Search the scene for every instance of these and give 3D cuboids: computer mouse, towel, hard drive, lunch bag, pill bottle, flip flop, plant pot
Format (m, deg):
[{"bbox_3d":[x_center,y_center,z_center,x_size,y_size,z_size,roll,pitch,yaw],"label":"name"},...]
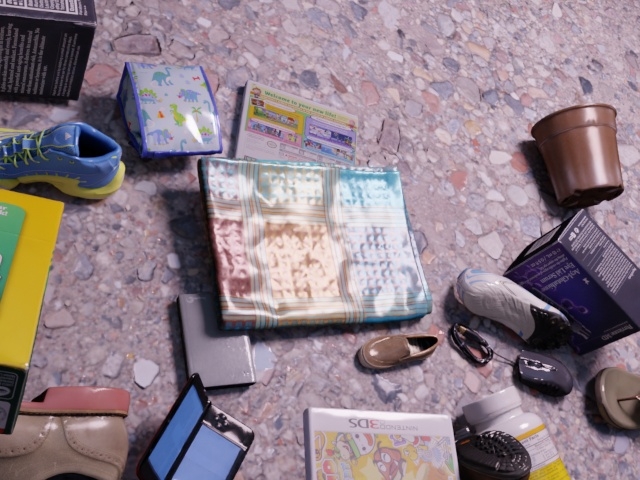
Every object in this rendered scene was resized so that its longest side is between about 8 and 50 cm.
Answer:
[{"bbox_3d":[0.325,0.195,1.214,0.242,0.041,0.071,24,57,-13],"label":"computer mouse"},{"bbox_3d":[0.000,0.000,1.127,0.370,0.040,0.271,0,69,-32],"label":"towel"},{"bbox_3d":[-0.146,0.139,1.016,0.094,0.022,0.135,0,64,-27],"label":"hard drive"},{"bbox_3d":[-0.227,-0.188,1.106,0.128,0.096,0.151,-7,58,-30],"label":"lunch bag"},{"bbox_3d":[0.293,0.328,1.078,0.117,0.117,0.208,-13,71,-32],"label":"pill bottle"},{"bbox_3d":[0.594,0.288,1.275,0.277,0.080,0.112,21,57,-16],"label":"flip flop"},{"bbox_3d":[0.514,-0.159,1.435,0.167,0.167,0.165,3,71,-26],"label":"plant pot"}]

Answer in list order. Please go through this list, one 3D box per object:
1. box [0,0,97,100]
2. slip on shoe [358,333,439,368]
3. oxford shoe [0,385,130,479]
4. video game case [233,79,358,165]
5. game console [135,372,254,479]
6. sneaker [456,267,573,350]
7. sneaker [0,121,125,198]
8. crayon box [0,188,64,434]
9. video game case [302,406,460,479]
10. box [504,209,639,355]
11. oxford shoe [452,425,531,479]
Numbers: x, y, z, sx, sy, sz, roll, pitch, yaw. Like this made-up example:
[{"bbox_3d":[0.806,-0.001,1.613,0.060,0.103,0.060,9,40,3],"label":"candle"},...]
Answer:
[{"bbox_3d":[-0.489,-0.372,1.017,0.294,0.183,0.296,0,63,-28],"label":"box"},{"bbox_3d":[0.123,0.167,1.125,0.135,0.041,0.051,1,64,-27],"label":"slip on shoe"},{"bbox_3d":[-0.378,0.235,0.789,0.348,0.123,0.130,0,70,-26],"label":"oxford shoe"},{"bbox_3d":[-0.038,-0.162,1.233,0.212,0.023,0.193,15,58,-18],"label":"video game case"},{"bbox_3d":[-0.150,0.263,0.909,0.124,0.085,0.144,34,55,-6],"label":"game console"},{"bbox_3d":[0.334,0.113,1.242,0.237,0.085,0.086,28,29,-19],"label":"sneaker"},{"bbox_3d":[-0.379,-0.127,0.977,0.240,0.126,0.091,6,62,-25],"label":"sneaker"},{"bbox_3d":[-0.483,0.035,0.771,0.363,0.106,0.313,14,29,-20],"label":"crayon box"},{"bbox_3d":[0.082,0.321,0.891,0.206,0.026,0.227,8,59,-20],"label":"video game case"},{"bbox_3d":[0.458,0.077,1.275,0.207,0.153,0.108,47,54,3],"label":"box"},{"bbox_3d":[0.219,0.311,0.987,0.082,0.227,0.096,-18,87,-18],"label":"oxford shoe"}]
